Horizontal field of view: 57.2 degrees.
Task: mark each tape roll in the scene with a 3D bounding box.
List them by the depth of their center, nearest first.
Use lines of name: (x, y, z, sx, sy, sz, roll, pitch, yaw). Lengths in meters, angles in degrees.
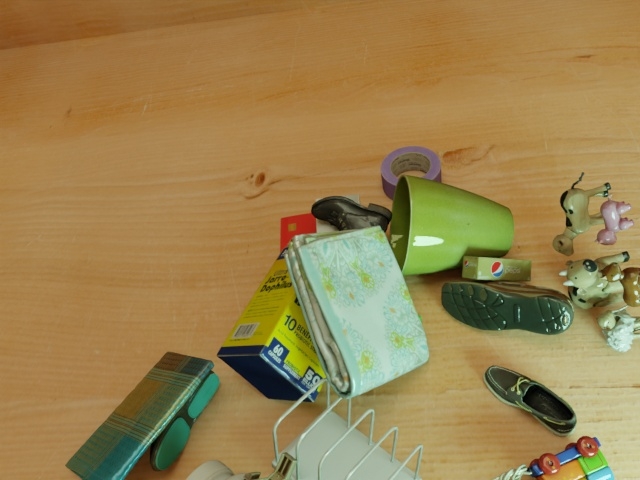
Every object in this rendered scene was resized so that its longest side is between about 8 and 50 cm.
tape roll: (0.287, -0.207, 1.857, 0.189, 0.080, 0.189, -7, 50, 8)

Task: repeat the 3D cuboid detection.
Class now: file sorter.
file sorter: (0.054, 0.456, 1.256, 0.278, 0.173, 0.193, 29, 48, 32)

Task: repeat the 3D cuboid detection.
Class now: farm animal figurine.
farm animal figurine: (0.642, 0.060, 1.391, 0.172, 0.326, 0.330, -14, 46, 10)

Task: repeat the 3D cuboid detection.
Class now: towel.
towel: (0.098, 0.149, 1.381, 0.321, 0.090, 0.374, -9, 76, -45)
towel: (-0.434, 0.429, 1.425, 0.271, 0.040, 0.370, -5, 39, 53)

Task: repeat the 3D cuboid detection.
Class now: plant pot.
plant pot: (0.358, -0.034, 1.596, 0.294, 0.274, 0.274, 3, 49, -4)

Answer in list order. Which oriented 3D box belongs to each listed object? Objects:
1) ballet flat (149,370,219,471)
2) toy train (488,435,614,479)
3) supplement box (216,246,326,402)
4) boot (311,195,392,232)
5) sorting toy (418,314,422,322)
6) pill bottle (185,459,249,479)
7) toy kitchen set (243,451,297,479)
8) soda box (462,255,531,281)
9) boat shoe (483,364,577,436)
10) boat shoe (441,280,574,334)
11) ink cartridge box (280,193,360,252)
ballet flat: (-0.353, 0.437, 1.454, 0.096, 0.095, 0.280, 4, 40, 28)
toy train: (0.479, 0.510, 1.193, 0.248, 0.105, 0.143, -22, 62, -6)
supplement box: (-0.057, 0.195, 1.469, 0.195, 0.194, 0.356, -14, 38, 48)
boot: (0.071, -0.007, 1.646, 0.263, 0.091, 0.229, 7, 54, 18)
sorting toy: (0.108, 0.240, 1.535, 0.348, 0.047, 0.196, -32, 51, -14)
pill bottle: (-0.136, 0.599, 1.190, 0.334, 0.188, 0.188, 26, 60, 30)
toy kitchen set: (-0.108, 0.467, 1.196, 0.068, 0.083, 0.075, 25, 91, 35)
soda box: (0.458, 0.074, 1.521, 0.181, 0.058, 0.061, 3, 0, -25)
boat shoe: (0.477, 0.351, 1.341, 0.228, 0.068, 0.081, 32, 63, 33)
boat shoe: (0.473, 0.161, 1.489, 0.324, 0.122, 0.120, 10, 20, 30)
ink cartridge box: (0.000, 0.000, 1.755, 0.261, 0.066, 0.296, -8, 49, 5)
